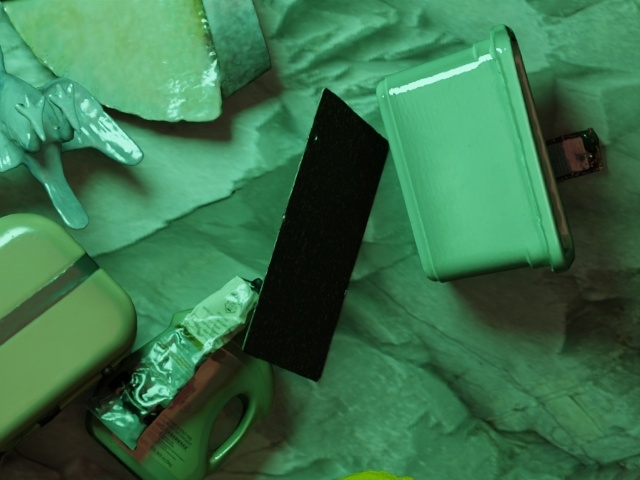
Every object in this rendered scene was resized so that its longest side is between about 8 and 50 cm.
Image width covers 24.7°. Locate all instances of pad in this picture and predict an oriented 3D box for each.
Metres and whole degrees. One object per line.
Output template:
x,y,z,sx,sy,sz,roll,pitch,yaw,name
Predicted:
0.000,0.000,1.789,0.004,0.220,0.330,13,80,27,pad

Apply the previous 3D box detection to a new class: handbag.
-0.390,0.093,1.656,0.302,0.149,0.283,-38,90,-14,handbag

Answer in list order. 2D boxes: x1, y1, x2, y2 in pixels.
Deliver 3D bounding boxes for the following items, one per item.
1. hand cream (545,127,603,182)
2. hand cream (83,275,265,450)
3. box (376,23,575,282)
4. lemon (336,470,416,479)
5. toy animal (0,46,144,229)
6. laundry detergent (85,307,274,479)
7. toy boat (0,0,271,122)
0.306,-0.104,1.963,0.163,0.039,0.062,-16,91,-24,hand cream
-0.156,0.132,1.701,0.248,0.052,0.075,-45,66,-9,hand cream
0.193,-0.098,1.839,0.182,0.175,0.311,-14,93,14,box
0.057,0.356,1.801,0.187,0.142,0.142,-34,98,-22,lemon
-0.328,-0.129,1.675,0.239,0.176,0.255,-16,91,-31,toy animal
-0.150,0.176,1.763,0.181,0.091,0.253,45,75,-8,laundry detergent
-0.198,-0.266,1.772,0.293,0.111,0.276,-35,100,-4,toy boat
